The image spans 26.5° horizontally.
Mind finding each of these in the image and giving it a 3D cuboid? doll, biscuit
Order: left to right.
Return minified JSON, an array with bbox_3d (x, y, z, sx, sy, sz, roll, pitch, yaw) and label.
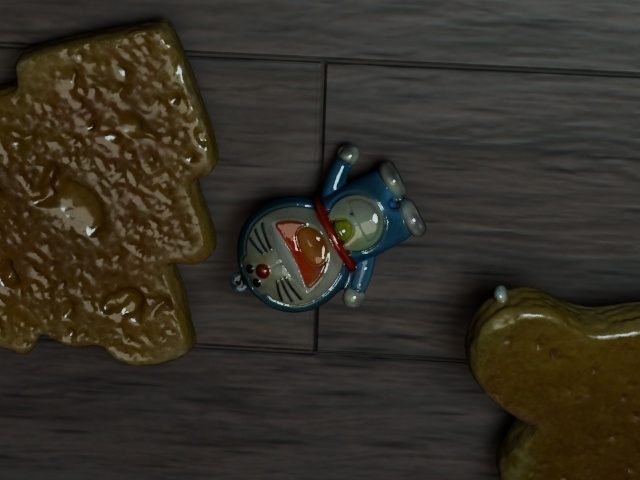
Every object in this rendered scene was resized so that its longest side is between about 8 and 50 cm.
[{"bbox_3d":[-0.179,-0.037,1.029,0.278,0.043,0.301,33,113,-10],"label":"biscuit"},{"bbox_3d":[0.000,0.000,1.016,0.152,0.085,0.114,-25,89,5],"label":"doll"},{"bbox_3d":[0.340,0.108,1.057,0.432,0.064,0.283,-11,126,8],"label":"biscuit"}]
